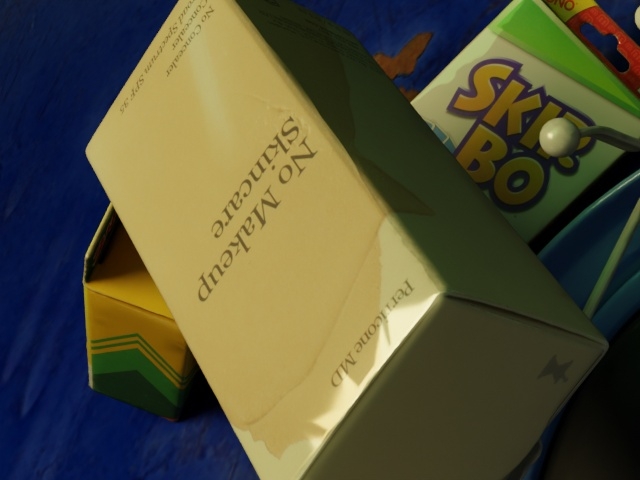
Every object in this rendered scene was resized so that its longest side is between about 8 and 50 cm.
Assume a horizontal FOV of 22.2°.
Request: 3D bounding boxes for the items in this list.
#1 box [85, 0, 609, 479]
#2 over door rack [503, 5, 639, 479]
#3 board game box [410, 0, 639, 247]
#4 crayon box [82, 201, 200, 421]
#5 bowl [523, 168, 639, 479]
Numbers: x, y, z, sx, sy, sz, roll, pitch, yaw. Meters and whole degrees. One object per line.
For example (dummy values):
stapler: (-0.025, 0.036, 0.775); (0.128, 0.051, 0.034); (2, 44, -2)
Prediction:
box: (0.000, 0.000, 0.872); (0.148, 0.121, 0.311); (-55, 41, 18)
over door rack: (0.211, 0.001, 0.787); (0.239, 0.108, 0.324); (-3, 59, 49)
board game box: (0.105, -0.049, 1.083); (0.259, 0.124, 0.039); (-44, -8, 10)
crayon box: (-0.094, -0.008, 1.151); (0.318, 0.081, 0.202); (108, -177, -71)
bowl: (0.224, 0.114, 0.835); (0.391, 0.077, 0.391); (-30, 41, 30)
